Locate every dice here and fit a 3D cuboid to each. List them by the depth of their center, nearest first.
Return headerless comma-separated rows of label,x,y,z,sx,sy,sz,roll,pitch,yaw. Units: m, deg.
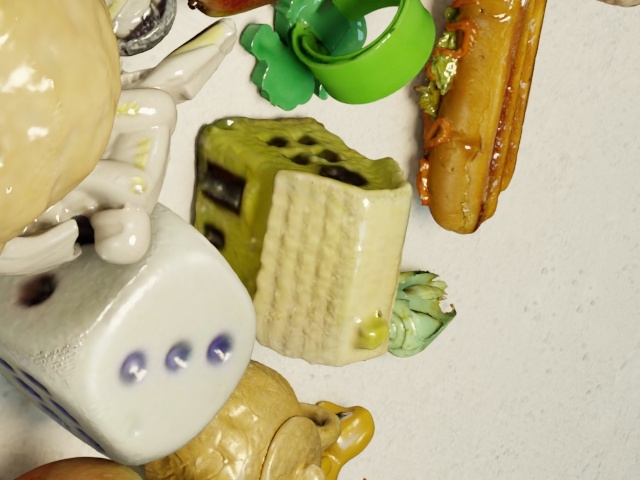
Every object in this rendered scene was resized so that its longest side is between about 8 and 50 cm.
dice,-0.188,0.072,1.361,0.192,0.194,0.193,-48,138,-18

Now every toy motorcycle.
toy motorcycle,-0.207,-0.085,1.259,0.341,0.223,0.108,-49,173,-17

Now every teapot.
teapot,-0.063,0.228,1.564,0.311,0.167,0.203,-19,116,-60

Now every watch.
watch,0.028,-0.192,1.499,0.165,0.152,0.131,-55,140,-14

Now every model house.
model house,0.000,0.000,1.495,0.174,0.234,0.193,-8,116,-44

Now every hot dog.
hot dog,0.172,-0.178,1.684,0.158,0.117,0.349,-54,154,-57

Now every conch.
conch,0.117,0.075,1.785,0.170,0.079,0.106,-24,132,-57

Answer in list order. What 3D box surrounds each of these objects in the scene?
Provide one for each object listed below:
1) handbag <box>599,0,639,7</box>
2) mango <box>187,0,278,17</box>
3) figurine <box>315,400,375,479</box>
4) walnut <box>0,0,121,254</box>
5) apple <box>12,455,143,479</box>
handbag,0.368,-0.410,1.737,0.193,0.190,0.252,-14,126,-50
mango,-0.037,-0.297,1.409,0.267,0.111,0.133,-34,111,-38
figurine,0.015,0.271,1.726,0.176,0.122,0.121,-57,173,-20
walnut,-0.324,-0.126,1.027,0.381,0.381,0.381,-23,124,-39
apple,-0.219,0.365,1.383,0.277,0.319,0.319,-41,134,-15
